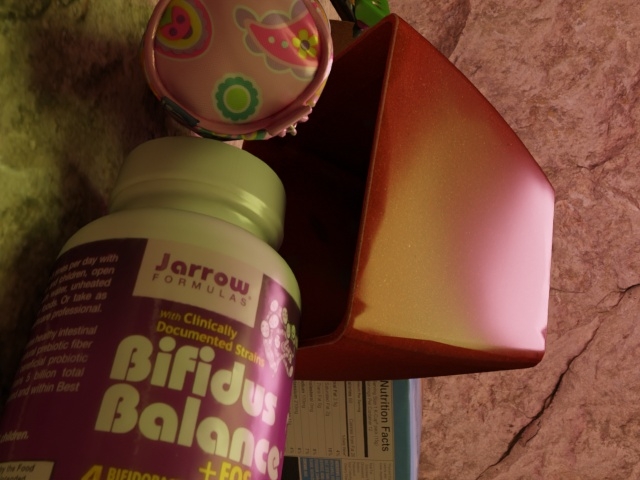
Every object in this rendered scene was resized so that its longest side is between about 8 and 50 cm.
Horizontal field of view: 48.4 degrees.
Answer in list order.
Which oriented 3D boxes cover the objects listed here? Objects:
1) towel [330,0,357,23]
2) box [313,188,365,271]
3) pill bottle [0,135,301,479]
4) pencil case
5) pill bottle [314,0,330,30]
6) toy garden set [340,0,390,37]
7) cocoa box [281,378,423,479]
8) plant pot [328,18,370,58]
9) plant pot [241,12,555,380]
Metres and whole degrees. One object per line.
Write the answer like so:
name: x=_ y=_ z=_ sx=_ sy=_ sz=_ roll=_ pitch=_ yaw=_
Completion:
towel: x=0.032 y=-0.432 z=1.204 sx=0.271 sy=0.040 sz=0.370 roll=62 pitch=7 yaw=8
box: x=0.000 y=0.000 z=0.835 sx=0.114 sy=0.203 sz=0.103 roll=129 pitch=-33 yaw=-66
pill bottle: x=-0.101 y=0.087 z=0.454 sx=0.169 sy=0.169 sz=0.301 roll=74 pitch=19 yaw=-57
pencil case: x=-0.068 y=-0.132 z=0.553 sx=0.284 sy=0.124 sz=0.124 roll=-142 pitch=-131 yaw=-77
pill bottle: x=-0.061 y=-0.232 z=0.812 sx=0.208 sy=0.118 sz=0.117 roll=-63 pitch=152 yaw=-67
toy garden set: x=-0.030 y=-0.336 z=0.834 sx=0.049 sy=0.244 sz=0.203 roll=-48 pitch=-161 yaw=25
cocoa box: x=0.023 y=0.183 z=0.961 sx=0.347 sy=0.228 sz=0.231 roll=-64 pitch=152 yaw=-67
plant pot: x=0.039 y=-0.192 z=1.155 sx=0.237 sy=0.237 sz=0.254 roll=19 pitch=87 yaw=-79
plant pot: x=0.065 y=0.009 z=0.659 sx=0.267 sy=0.236 sz=0.267 roll=-23 pitch=-129 yaw=56
